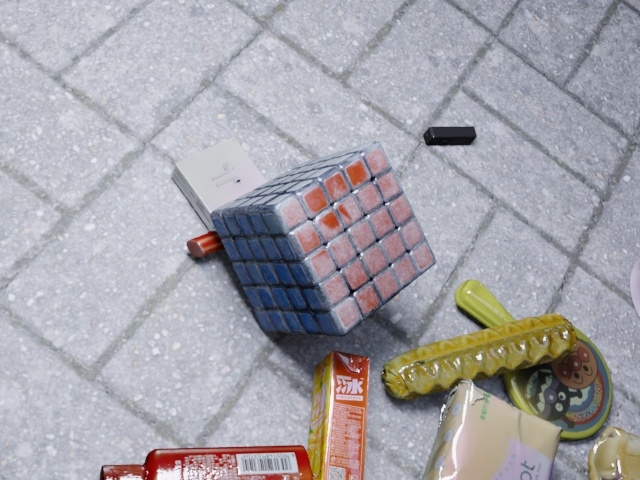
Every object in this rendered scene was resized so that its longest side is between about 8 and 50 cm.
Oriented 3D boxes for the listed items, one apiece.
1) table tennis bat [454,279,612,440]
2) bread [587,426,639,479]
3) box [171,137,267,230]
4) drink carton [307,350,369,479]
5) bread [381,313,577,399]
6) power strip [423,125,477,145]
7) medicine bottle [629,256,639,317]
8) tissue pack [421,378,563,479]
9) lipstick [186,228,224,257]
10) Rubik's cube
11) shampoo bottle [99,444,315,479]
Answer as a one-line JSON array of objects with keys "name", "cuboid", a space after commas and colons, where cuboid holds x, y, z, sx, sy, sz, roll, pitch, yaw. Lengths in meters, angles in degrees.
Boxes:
[{"name": "table tennis bat", "cuboid": [0.396, 0.208, 1.618, 0.369, 0.054, 0.224, 44, 61, 2]}, {"name": "bread", "cuboid": [0.582, 0.421, 1.563, 0.225, 0.081, 0.134, 17, 54, -11]}, {"name": "box", "cuboid": [-0.174, -0.100, 1.553, 0.129, 0.051, 0.130, -29, 78, -31]}, {"name": "drink carton", "cuboid": [0.027, 0.298, 1.395, 0.071, 0.096, 0.223, 14, 59, -14]}, {"name": "bread", "cuboid": [0.282, 0.202, 1.527, 0.368, 0.077, 0.084, -13, 29, -13]}, {"name": "power strip", "cuboid": [0.267, -0.215, 1.800, 0.111, 0.038, 0.029, -3, 66, -22]}, {"name": "medicine bottle", "cuboid": [0.792, 0.077, 1.733, 0.253, 0.241, 0.252, 9, 62, -17]}, {"name": "tissue pack", "cuboid": [0.269, 0.390, 1.430, 0.215, 0.123, 0.256, 27, 64, -9]}, {"name": "lipstick", "cuboid": [-0.108, -0.028, 1.534, 0.274, 0.061, 0.068, -22, 67, -30]}, {"name": "Rubik's cube", "cuboid": [0.000, 0.000, 1.424, 0.238, 0.237, 0.237, -32, 105, -31]}, {"name": "shampoo bottle", "cuboid": [-0.166, 0.365, 1.294, 0.314, 0.076, 0.118, 3, 64, -20]}]
